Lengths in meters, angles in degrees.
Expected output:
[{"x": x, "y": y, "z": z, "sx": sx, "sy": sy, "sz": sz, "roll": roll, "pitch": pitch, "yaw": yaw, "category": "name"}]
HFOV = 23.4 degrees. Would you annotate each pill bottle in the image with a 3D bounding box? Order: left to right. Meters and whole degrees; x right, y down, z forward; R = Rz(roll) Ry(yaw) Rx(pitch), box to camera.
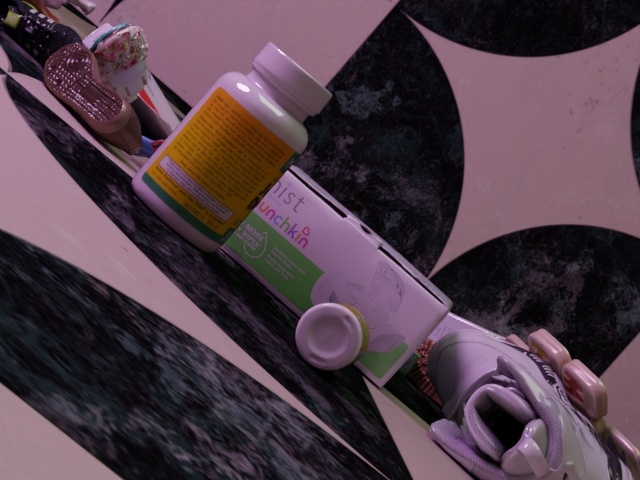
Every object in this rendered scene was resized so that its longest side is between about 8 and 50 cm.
[{"x": -0.088, "y": -0.099, "z": 1.601, "sx": 0.117, "sy": 0.208, "sz": 0.117, "roll": 41, "pitch": 3, "yaw": -3, "category": "pill bottle"}, {"x": 0.014, "y": 0.093, "z": 1.509, "sx": 0.065, "sy": 0.065, "sz": 0.116, "roll": 41, "pitch": 3, "yaw": 8, "category": "pill bottle"}]

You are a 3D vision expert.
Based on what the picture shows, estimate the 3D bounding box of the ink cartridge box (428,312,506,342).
[{"x": 0.173, "y": 0.152, "z": 2.645, "sx": 0.385, "sy": 0.091, "sz": 0.308, "roll": 24, "pitch": -3, "yaw": 24, "category": "ink cartridge box"}]

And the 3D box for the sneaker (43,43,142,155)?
[{"x": -0.264, "y": -0.159, "z": 1.799, "sx": 0.188, "sy": 0.066, "sz": 0.071, "roll": 50, "pitch": -9, "yaw": 45, "category": "sneaker"}]

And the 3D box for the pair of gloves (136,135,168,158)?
[{"x": -0.136, "y": -0.107, "z": 1.811, "sx": 0.159, "sy": 0.023, "sz": 0.198, "roll": 4, "pitch": -3, "yaw": -28, "category": "pair of gloves"}]

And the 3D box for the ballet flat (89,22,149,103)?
[{"x": -0.250, "y": -0.211, "z": 1.929, "sx": 0.077, "sy": 0.091, "sz": 0.241, "roll": 56, "pitch": -14, "yaw": -4, "category": "ballet flat"}]

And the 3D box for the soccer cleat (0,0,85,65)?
[{"x": -0.367, "y": -0.266, "z": 1.991, "sx": 0.072, "sy": 0.060, "sz": 0.179, "roll": 22, "pitch": 10, "yaw": -48, "category": "soccer cleat"}]

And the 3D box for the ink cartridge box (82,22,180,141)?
[{"x": -0.218, "y": -0.176, "z": 2.107, "sx": 0.225, "sy": 0.056, "sz": 0.181, "roll": 41, "pitch": -13, "yaw": 36, "category": "ink cartridge box"}]

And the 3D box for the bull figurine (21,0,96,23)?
[{"x": -0.446, "y": -0.395, "z": 2.311, "sx": 0.188, "sy": 0.101, "sz": 0.310, "roll": 41, "pitch": 3, "yaw": -32, "category": "bull figurine"}]

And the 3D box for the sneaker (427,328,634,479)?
[{"x": 0.202, "y": 0.185, "z": 1.764, "sx": 0.210, "sy": 0.137, "sz": 0.366, "roll": 41, "pitch": 6, "yaw": -41, "category": "sneaker"}]

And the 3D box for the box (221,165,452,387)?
[{"x": 0.021, "y": 0.034, "z": 1.809, "sx": 0.262, "sy": 0.127, "sz": 0.231, "roll": 41, "pitch": 4, "yaw": 4, "category": "box"}]

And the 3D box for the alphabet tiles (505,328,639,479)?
[{"x": 0.310, "y": 0.249, "z": 1.929, "sx": 0.278, "sy": 0.021, "sz": 0.284, "roll": 47, "pitch": -26, "yaw": 47, "category": "alphabet tiles"}]

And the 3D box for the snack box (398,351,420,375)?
[{"x": 0.065, "y": 0.112, "z": 2.041, "sx": 0.100, "sy": 0.037, "sz": 0.141, "roll": 38, "pitch": 5, "yaw": -26, "category": "snack box"}]

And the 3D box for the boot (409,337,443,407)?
[{"x": 0.172, "y": 0.197, "z": 2.040, "sx": 0.158, "sy": 0.059, "sz": 0.084, "roll": 51, "pitch": 4, "yaw": 20, "category": "boot"}]
